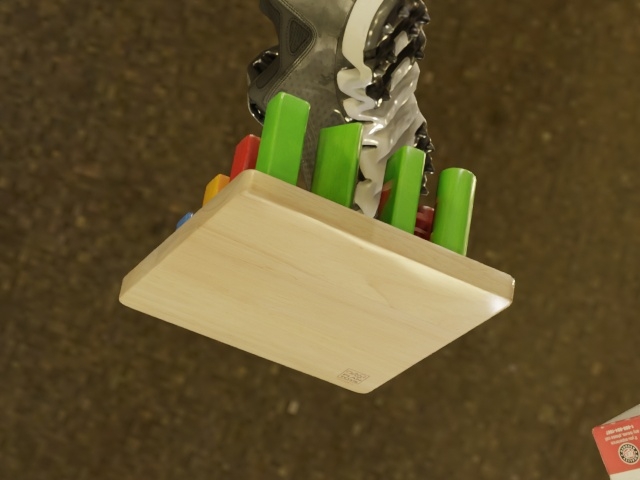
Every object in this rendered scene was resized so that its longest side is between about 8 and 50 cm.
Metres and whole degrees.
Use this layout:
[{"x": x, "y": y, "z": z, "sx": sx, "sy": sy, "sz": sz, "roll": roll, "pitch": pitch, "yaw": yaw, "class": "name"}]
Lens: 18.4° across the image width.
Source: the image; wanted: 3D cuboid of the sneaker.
[{"x": 0.007, "y": -0.072, "z": 1.170, "sx": 0.078, "sy": 0.106, "sz": 0.234, "roll": -49, "pitch": 152, "yaw": -35, "class": "sneaker"}]

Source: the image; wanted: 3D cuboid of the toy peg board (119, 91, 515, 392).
[{"x": 0.000, "y": 0.000, "z": 1.075, "sx": 0.161, "sy": 0.160, "sz": 0.079, "roll": 22, "pitch": 59, "yaw": -20, "class": "toy peg board"}]

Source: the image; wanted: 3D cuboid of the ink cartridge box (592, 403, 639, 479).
[{"x": 0.231, "y": 0.154, "z": 1.144, "sx": 0.056, "sy": 0.099, "sz": 0.135, "roll": -21, "pitch": 89, "yaw": -41, "class": "ink cartridge box"}]
